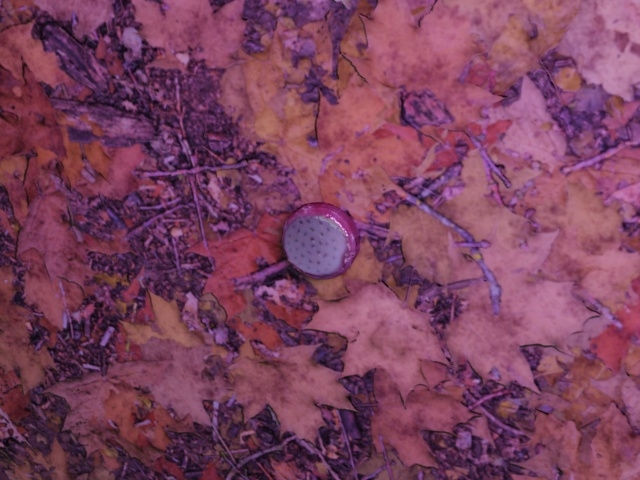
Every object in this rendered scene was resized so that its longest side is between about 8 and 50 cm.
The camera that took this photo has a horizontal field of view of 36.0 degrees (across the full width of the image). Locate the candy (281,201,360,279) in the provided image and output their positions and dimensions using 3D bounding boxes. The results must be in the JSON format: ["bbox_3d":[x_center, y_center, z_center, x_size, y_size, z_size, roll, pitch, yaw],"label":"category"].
[{"bbox_3d":[0.000,0.000,1.269,0.103,0.043,0.103,7,114,16],"label":"candy"}]
